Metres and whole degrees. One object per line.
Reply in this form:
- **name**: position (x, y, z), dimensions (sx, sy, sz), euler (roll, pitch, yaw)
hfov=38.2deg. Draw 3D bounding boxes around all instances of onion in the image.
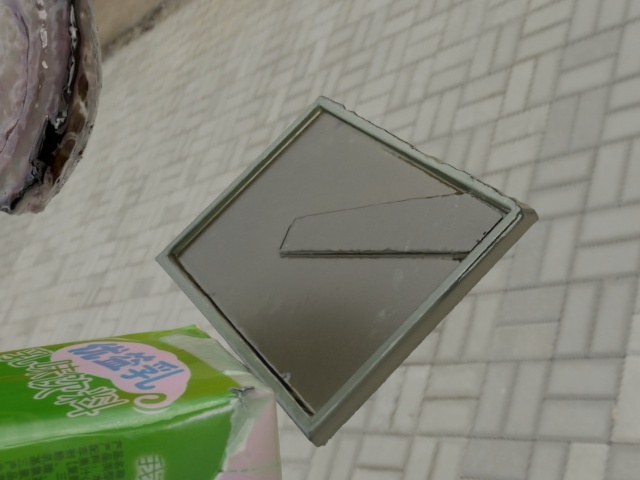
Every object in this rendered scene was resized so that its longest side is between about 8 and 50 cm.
- **onion**: position (-0.271, -0.157, 0.761), dimensions (0.314, 0.146, 0.280), euler (17, 87, 30)

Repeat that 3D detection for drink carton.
- **drink carton**: position (-0.167, 0.125, 0.490), dimensions (0.161, 0.270, 0.108), euler (-157, 62, -65)

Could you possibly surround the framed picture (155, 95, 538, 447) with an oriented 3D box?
- **framed picture**: position (0.000, 0.000, 0.773), dimensions (0.232, 0.024, 0.315), euler (-45, 37, -5)
